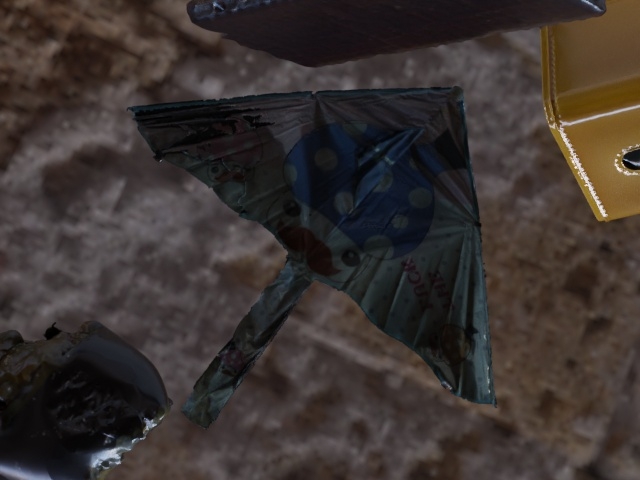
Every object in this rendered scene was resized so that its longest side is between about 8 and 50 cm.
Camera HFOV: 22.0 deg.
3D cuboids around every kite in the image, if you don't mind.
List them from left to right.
[{"bbox_3d":[0.000,0.000,1.152,0.335,0.314,0.011,37,162,9],"label":"kite"}]

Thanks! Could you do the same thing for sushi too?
[{"bbox_3d":[-0.290,0.178,1.757,0.204,0.213,0.200,45,161,1],"label":"sushi"}]

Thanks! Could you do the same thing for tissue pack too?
[{"bbox_3d":[0.374,-0.144,1.597,0.275,0.145,0.194,-14,139,23],"label":"tissue pack"}]

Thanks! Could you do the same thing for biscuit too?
[{"bbox_3d":[0.037,-0.151,0.903,0.106,0.070,0.252,17,165,-40],"label":"biscuit"}]
